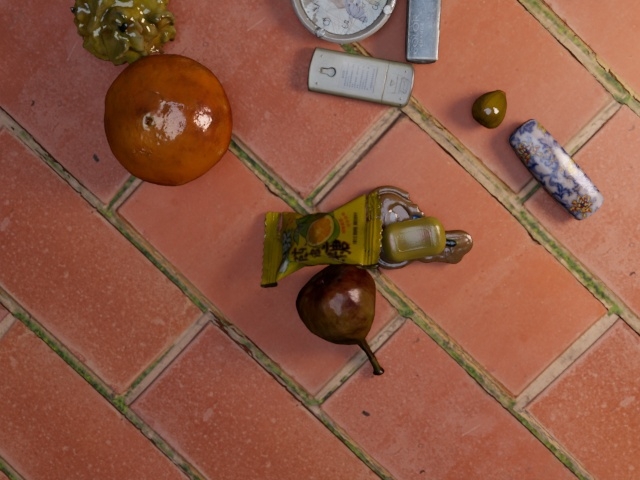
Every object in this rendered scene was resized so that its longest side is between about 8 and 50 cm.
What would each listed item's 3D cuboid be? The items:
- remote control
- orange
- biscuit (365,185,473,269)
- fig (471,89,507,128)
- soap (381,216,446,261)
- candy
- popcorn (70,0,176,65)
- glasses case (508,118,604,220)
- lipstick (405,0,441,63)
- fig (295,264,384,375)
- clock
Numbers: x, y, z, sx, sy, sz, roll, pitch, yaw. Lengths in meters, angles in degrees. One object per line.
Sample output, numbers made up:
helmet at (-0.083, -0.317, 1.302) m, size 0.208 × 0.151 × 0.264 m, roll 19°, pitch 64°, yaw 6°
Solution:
remote control at (0.089, -0.358, 1.671) m, size 0.233 × 0.038 × 0.098 m, roll 11°, pitch 98°, yaw 5°
orange at (-0.330, -0.257, 1.633) m, size 0.283 × 0.226 × 0.284 m, roll 1°, pitch 95°, yaw 9°
biscuit at (0.182, -0.019, 1.709) m, size 0.319 × 0.047 × 0.184 m, roll 20°, pitch 102°, yaw 1°
fig at (0.369, -0.287, 1.639) m, size 0.074 × 0.074 × 0.088 m, roll 34°, pitch 84°, yaw 0°
soap at (0.204, -0.003, 1.663) m, size 0.140 × 0.045 × 0.089 m, roll -10°, pitch 95°, yaw 6°
candy at (0.000, 0.000, 1.660) m, size 0.297 × 0.081 × 0.187 m, roll -8°, pitch 65°, yaw 26°
popcorn at (-0.420, -0.480, 1.635) m, size 0.189 × 0.169 × 0.218 m, roll 43°, pitch 106°, yaw 0°
glasses case at (0.509, -0.152, 1.646) m, size 0.087 × 0.065 × 0.248 m, roll -43°, pitch 93°, yaw 12°
lipstick at (0.221, -0.523, 1.616) m, size 0.077 × 0.076 × 0.290 m, roll 3°, pitch 98°, yaw 4°
fig at (0.048, 0.193, 1.691) m, size 0.190 × 0.191 × 0.290 m, roll -4°, pitch 111°, yaw 6°
clock at (0.051, -0.544, 1.641) m, size 0.236 × 0.053 × 0.237 m, roll 1°, pitch 97°, yaw 7°
